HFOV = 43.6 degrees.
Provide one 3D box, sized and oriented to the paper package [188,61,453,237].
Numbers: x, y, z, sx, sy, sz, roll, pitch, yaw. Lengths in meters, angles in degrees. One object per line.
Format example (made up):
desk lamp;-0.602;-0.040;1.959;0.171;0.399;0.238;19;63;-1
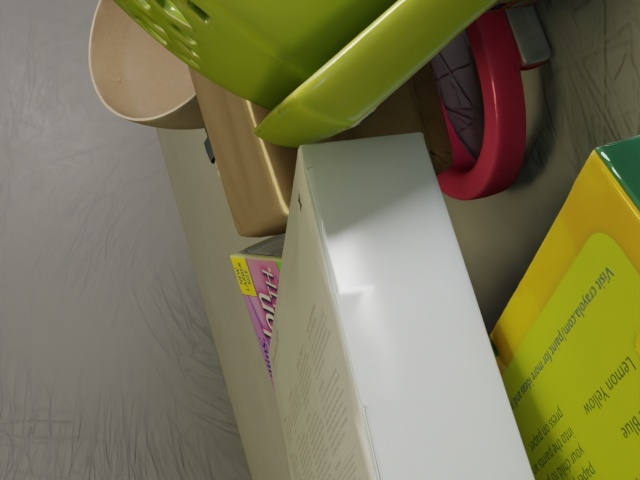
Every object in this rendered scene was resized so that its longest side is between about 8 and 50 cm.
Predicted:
paper package;-0.028;-0.169;0.793;0.325;0.168;0.310;170;85;-77

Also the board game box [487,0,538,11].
board game box;0.140;-0.236;0.496;0.193;0.045;0.147;-153;53;-79

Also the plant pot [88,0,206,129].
plant pot;-0.161;-0.276;1.139;0.191;0.284;0.284;21;-141;-54

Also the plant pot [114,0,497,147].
plant pot;-0.005;-0.191;0.515;0.207;0.228;0.227;49;173;-8

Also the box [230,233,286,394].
box;0.026;0.100;0.959;0.243;0.117;0.214;5;116;56

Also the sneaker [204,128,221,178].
sneaker;-0.175;-0.206;1.410;0.323;0.130;0.236;36;135;55

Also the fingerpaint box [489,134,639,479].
fingerpaint box;0.235;0.205;0.453;0.445;0.163;0.371;98;152;-55

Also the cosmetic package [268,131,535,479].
cosmetic package;0.035;0.144;0.616;0.377;0.097;0.285;103;155;-61

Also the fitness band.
fitness band;0.106;-0.177;0.705;0.209;0.054;0.291;131;123;-70
